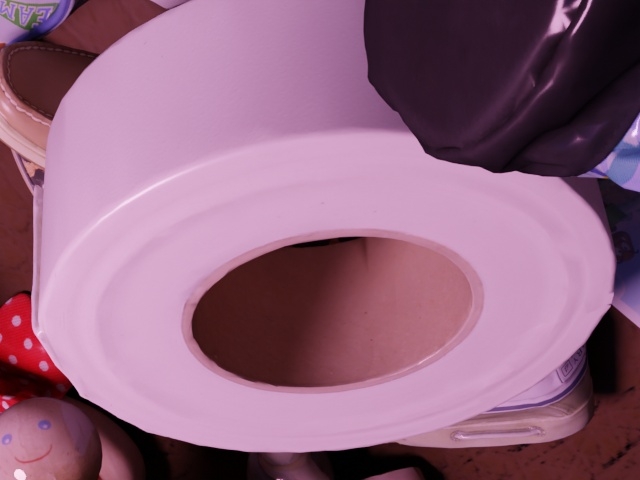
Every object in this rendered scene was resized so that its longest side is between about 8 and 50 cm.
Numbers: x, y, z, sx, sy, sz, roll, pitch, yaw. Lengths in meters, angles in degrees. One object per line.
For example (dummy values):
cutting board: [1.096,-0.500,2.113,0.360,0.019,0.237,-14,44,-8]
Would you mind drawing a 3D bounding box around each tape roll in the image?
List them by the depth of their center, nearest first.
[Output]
tape roll: [0.000,0.000,0.742,0.286,0.100,0.286,-5,145,-3]

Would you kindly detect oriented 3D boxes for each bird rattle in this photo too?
bird rattle: [-0.236,0.160,1.191,0.207,0.143,0.253,31,127,-18]

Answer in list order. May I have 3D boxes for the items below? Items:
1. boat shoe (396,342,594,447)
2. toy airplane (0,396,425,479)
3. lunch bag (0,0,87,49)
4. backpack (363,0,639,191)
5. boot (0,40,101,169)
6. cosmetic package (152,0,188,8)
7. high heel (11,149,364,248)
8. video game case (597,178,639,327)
boat shoe: [0.029,0.094,0.949,0.302,0.109,0.094,-1,134,28]
toy airplane: [-0.164,0.244,1.056,0.384,0.386,0.272,-25,80,43]
lunch bag: [-0.259,-0.224,0.796,0.243,0.115,0.303,-17,120,46]
backpack: [0.225,-0.138,0.462,0.355,0.273,0.290,-4,124,-24]
boot: [-0.056,-0.086,0.766,0.213,0.077,0.165,16,145,-30]
cosmetic package: [-0.064,-0.218,0.593,0.224,0.138,0.224,-12,162,38]
high heel: [-0.080,-0.055,0.914,0.186,0.093,0.261,-33,90,13]
video game case: [0.193,-0.039,0.780,0.285,0.025,0.204,39,138,-10]
